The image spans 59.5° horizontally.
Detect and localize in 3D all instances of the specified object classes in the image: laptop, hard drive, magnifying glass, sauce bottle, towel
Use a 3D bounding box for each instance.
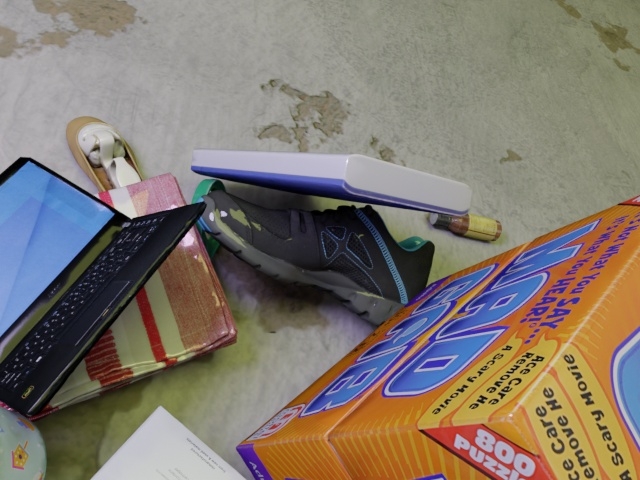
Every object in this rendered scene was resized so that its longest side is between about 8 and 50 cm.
[{"bbox_3d":[-0.283,0.016,0.543,0.136,0.264,0.234,49,57,-27],"label":"laptop"},{"bbox_3d":[0.001,-0.079,0.727,0.210,0.319,0.040,7,94,-41],"label":"hard drive"},{"bbox_3d":[-0.159,0.021,0.733,0.026,0.092,0.231,5,61,11],"label":"magnifying glass"},{"bbox_3d":[0.254,-0.029,0.979,0.128,0.042,0.042,13,51,-18],"label":"sauce bottle"},{"bbox_3d":[-0.282,0.061,0.618,0.329,0.037,0.237,-19,70,-23],"label":"towel"}]

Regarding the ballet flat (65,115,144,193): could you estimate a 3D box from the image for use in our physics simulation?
[{"bbox_3d":[-0.281,-0.104,0.767,0.080,0.073,0.232,-23,67,-33],"label":"ballet flat"}]

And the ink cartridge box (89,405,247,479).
[{"bbox_3d":[-0.167,0.272,0.504,0.127,0.128,0.176,39,50,6],"label":"ink cartridge box"}]

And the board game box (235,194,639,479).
[{"bbox_3d":[0.215,0.220,0.518,0.356,0.356,0.356,-32,89,-38],"label":"board game box"}]

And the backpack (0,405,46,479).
[{"bbox_3d":[-0.321,0.207,0.434,0.166,0.144,0.188,9,55,26],"label":"backpack"}]

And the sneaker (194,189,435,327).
[{"bbox_3d":[0.000,0.000,0.739,0.341,0.125,0.139,25,92,-25],"label":"sneaker"}]
